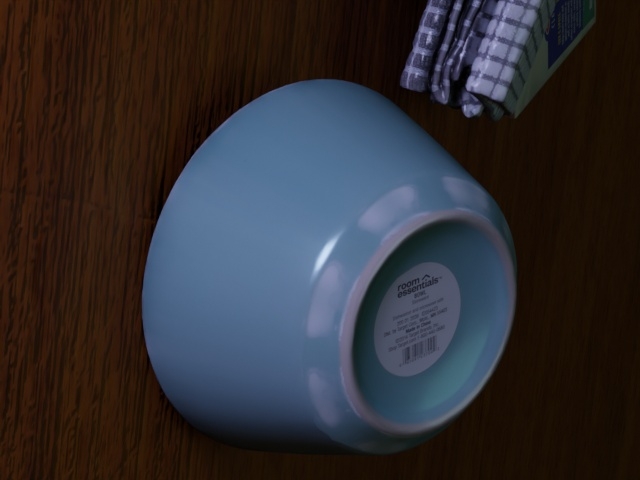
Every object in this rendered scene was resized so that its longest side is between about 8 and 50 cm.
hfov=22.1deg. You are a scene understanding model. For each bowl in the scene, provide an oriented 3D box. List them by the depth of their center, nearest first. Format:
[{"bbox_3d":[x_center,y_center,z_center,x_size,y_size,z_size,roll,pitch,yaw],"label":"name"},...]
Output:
[{"bbox_3d":[0.035,0.043,1.273,0.311,0.163,0.311,-16,116,-37],"label":"bowl"}]

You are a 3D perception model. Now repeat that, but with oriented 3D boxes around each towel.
[{"bbox_3d":[0.154,-0.232,1.499,0.283,0.121,0.235,-22,132,-80],"label":"towel"}]

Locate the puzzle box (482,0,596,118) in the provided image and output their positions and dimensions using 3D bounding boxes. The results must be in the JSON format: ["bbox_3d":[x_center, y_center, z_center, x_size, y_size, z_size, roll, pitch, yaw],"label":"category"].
[{"bbox_3d":[0.227,-0.368,1.761,0.272,0.052,0.409,-47,140,-49],"label":"puzzle box"}]
